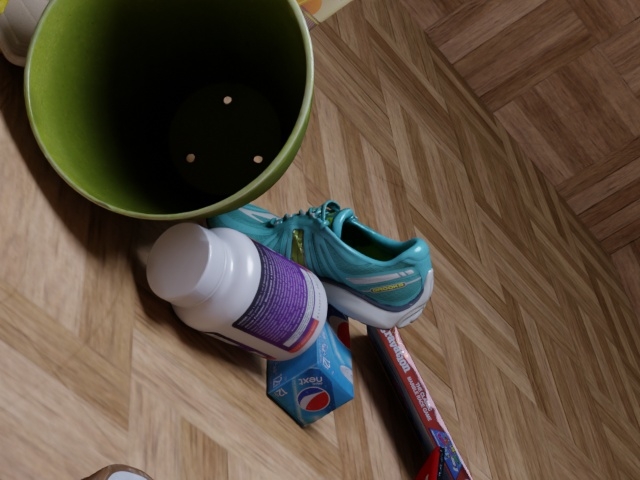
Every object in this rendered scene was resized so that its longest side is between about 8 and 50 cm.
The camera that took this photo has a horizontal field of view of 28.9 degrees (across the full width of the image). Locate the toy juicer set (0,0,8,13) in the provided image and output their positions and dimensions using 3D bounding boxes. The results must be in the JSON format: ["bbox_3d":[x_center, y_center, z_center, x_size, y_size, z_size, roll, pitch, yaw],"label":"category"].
[{"bbox_3d":[-0.351,-0.241,1.105,0.209,0.090,0.328,74,15,-66],"label":"toy juicer set"}]

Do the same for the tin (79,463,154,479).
[{"bbox_3d":[-0.132,0.259,0.943,0.106,0.040,0.189,29,33,-61],"label":"tin"}]

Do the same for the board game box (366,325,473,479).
[{"bbox_3d":[0.127,0.216,1.556,0.145,0.027,0.281,83,-18,-70],"label":"board game box"}]

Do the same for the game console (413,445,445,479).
[{"bbox_3d":[0.136,0.327,1.409,0.085,0.124,0.144,28,23,-3],"label":"game console"}]

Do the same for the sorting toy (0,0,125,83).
[{"bbox_3d":[-0.312,-0.247,1.311,0.208,0.038,0.193,57,19,13],"label":"sorting toy"}]

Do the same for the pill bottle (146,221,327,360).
[{"bbox_3d":[-0.086,0.050,1.267,0.193,0.108,0.108,31,32,-52],"label":"pill bottle"}]

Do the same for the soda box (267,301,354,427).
[{"bbox_3d":[-0.012,0.108,1.408,0.067,0.071,0.210,46,22,-28],"label":"soda box"}]

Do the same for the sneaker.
[{"bbox_3d":[0.000,0.000,1.387,0.275,0.110,0.107,18,35,17],"label":"sneaker"}]

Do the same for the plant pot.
[{"bbox_3d":[-0.124,-0.137,1.293,0.274,0.275,0.293,60,3,10],"label":"plant pot"}]

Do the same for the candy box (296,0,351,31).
[{"bbox_3d":[-0.070,-0.345,1.608,0.183,0.316,0.087,53,21,-10],"label":"candy box"}]
